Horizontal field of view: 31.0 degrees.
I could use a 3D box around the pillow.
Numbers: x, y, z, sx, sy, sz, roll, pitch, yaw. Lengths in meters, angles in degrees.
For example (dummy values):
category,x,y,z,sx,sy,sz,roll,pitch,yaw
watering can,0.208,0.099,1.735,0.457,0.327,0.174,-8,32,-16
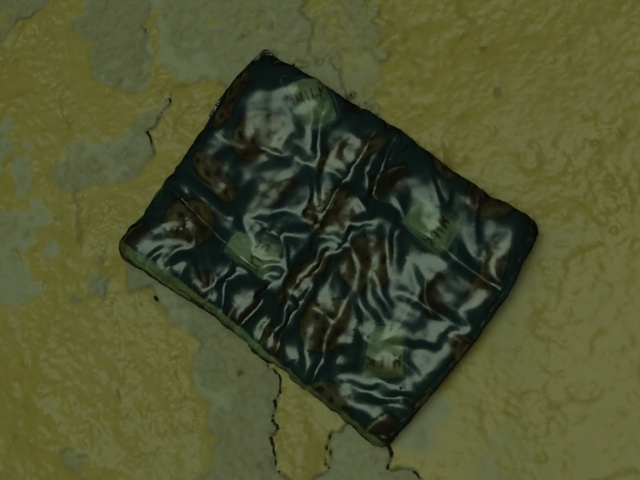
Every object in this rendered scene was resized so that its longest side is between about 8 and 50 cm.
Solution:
category,x,y,z,sx,sy,sz,roll,pitch,yaw
pillow,0.002,0.000,0.800,0.255,0.034,0.189,35,87,19
